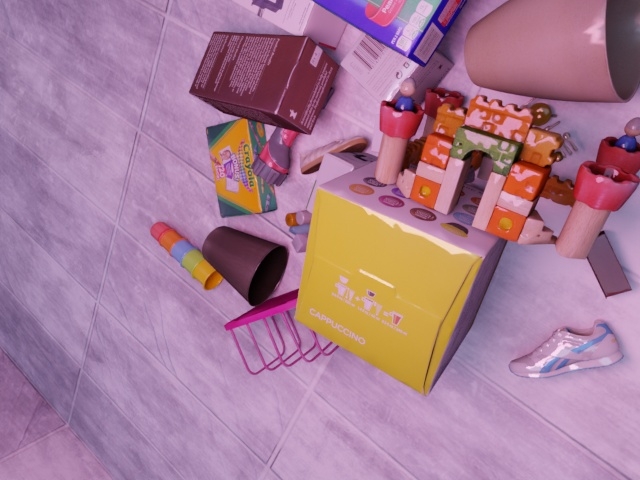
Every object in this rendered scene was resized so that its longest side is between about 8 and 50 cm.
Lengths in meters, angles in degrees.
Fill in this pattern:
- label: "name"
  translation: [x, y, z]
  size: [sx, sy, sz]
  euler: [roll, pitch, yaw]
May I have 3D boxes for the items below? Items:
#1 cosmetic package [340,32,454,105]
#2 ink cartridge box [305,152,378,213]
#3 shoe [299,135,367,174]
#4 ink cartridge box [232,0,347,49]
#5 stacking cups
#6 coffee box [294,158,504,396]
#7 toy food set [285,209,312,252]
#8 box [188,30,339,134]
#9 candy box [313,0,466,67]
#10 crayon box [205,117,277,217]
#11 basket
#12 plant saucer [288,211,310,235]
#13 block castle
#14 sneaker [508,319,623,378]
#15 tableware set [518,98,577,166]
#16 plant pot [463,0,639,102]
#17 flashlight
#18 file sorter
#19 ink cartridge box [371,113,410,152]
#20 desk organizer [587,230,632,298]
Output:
- label: "cosmetic package"
  translation: [0.176, -0.395, 1.031]
  size: [0.151, 0.184, 0.151]
  euler: [49, 120, 14]
- label: "ink cartridge box"
  translation: [0.074, -0.135, 1.138]
  size: [0.087, 0.208, 0.153]
  euler: [31, 114, 25]
- label: "shoe"
  translation: [0.026, -0.237, 1.220]
  size: [0.219, 0.077, 0.058]
  euler: [-18, 79, 36]
- label: "ink cartridge box"
  translation: [-0.072, -0.583, 1.147]
  size: [0.237, 0.172, 0.100]
  euler: [37, 117, 20]
- label: "stacking cups"
  translation: [-0.462, 0.037, 1.575]
  size: [0.316, 0.096, 0.096]
  euler: [39, 118, 21]
- label: "coffee box"
  translation: [0.186, 0.051, 1.007]
  size: [0.338, 0.334, 0.338]
  euler: [26, 122, 24]
- label: "toy food set"
  translation: [0.000, 0.000, 1.277]
  size: [0.232, 0.105, 0.111]
  euler: [60, 138, 27]
- label: "box"
  translation: [-0.156, -0.413, 1.182]
  size: [0.381, 0.143, 0.191]
  euler: [26, 93, 41]
- label: "candy box"
  translation: [0.129, -0.530, 0.862]
  size: [0.317, 0.122, 0.268]
  euler: [40, 113, 20]
- label: "crayon box"
  translation: [-0.237, -0.215, 1.382]
  size: [0.165, 0.081, 0.278]
  euler: [-4, 98, 32]
- label: "basket"
  translation: [-0.240, 0.057, 1.407]
  size: [0.227, 0.154, 0.204]
  euler: [30, 99, 27]
- label: "plant saucer"
  translation: [-0.006, -0.012, 1.326]
  size: [0.192, 0.018, 0.067]
  euler: [30, 115, 21]
- label: "block castle"
  translation: [0.353, -0.177, 0.886]
  size: [0.453, 0.303, 0.212]
  euler: [28, 126, 27]
- label: "sneaker"
  translation: [0.531, 0.245, 1.024]
  size: [0.229, 0.087, 0.092]
  euler: [-24, 81, 26]
- label: "tableware set"
  translation: [0.468, -0.226, 0.989]
  size: [0.104, 0.024, 0.154]
  euler: [-38, 82, 38]
- label: "plant pot"
  translation: [0.427, -0.378, 0.869]
  size: [0.274, 0.256, 0.256]
  euler: [9, 106, 46]
- label: "flashlight"
  translation: [-0.073, -0.293, 1.242]
  size: [0.304, 0.103, 0.103]
  euler: [-53, 29, 19]
- label: "file sorter"
  translation: [-0.082, 0.252, 1.324]
  size: [0.291, 0.202, 0.182]
  euler: [-23, 91, 33]
- label: "ink cartridge box"
  translation: [0.173, -0.254, 1.100]
  size: [0.052, 0.122, 0.088]
  euler: [14, 107, 28]
- label: "desk organizer"
  translation: [0.593, 0.049, 0.959]
  size: [0.050, 0.047, 0.130]
  euler: [-26, 87, 30]
